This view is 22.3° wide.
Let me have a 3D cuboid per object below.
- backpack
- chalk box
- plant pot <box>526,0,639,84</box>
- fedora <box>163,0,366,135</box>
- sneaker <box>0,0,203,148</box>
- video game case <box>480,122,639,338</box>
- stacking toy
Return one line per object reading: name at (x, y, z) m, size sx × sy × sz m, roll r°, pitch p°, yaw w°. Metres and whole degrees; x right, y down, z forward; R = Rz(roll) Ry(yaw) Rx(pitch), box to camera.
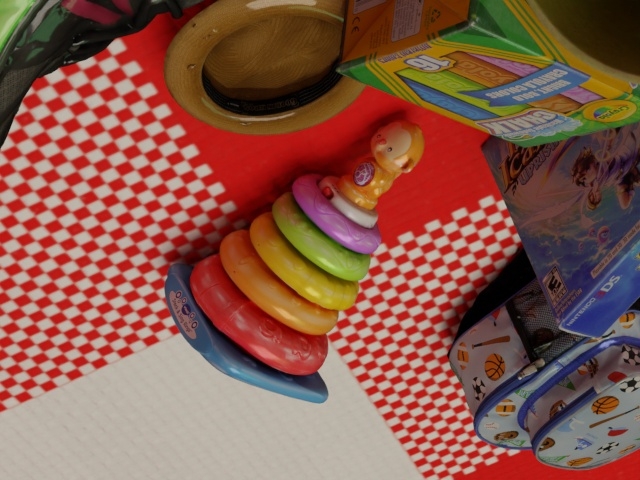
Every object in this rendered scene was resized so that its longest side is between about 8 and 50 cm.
backpack at (0.288, 0.139, 1.813) m, size 0.263 × 0.213 × 0.276 m, roll -32°, pitch 141°, yaw 32°
chalk box at (0.186, -0.194, 1.364) m, size 0.289 × 0.180 × 0.179 m, roll 17°, pitch 163°, yaw -33°
plant pot at (0.330, -0.269, 1.230) m, size 0.293 × 0.275 × 0.274 m, roll -16°, pitch 149°, yaw -47°
fedora at (-0.044, -0.176, 1.425) m, size 0.194 × 0.079 × 0.194 m, roll -6°, pitch 142°, yaw -5°
sneaker at (-0.168, -0.209, 1.265) m, size 0.202 × 0.185 × 0.483 m, roll 23°, pitch 127°, yaw -33°
video game case at (0.279, -0.088, 1.512) m, size 0.061 × 0.244 × 0.269 m, roll 15°, pitch 130°, yaw -31°
stacking toy at (0.000, 0.000, 1.603) m, size 0.166 × 0.175 × 0.302 m, roll 24°, pitch 113°, yaw -41°
